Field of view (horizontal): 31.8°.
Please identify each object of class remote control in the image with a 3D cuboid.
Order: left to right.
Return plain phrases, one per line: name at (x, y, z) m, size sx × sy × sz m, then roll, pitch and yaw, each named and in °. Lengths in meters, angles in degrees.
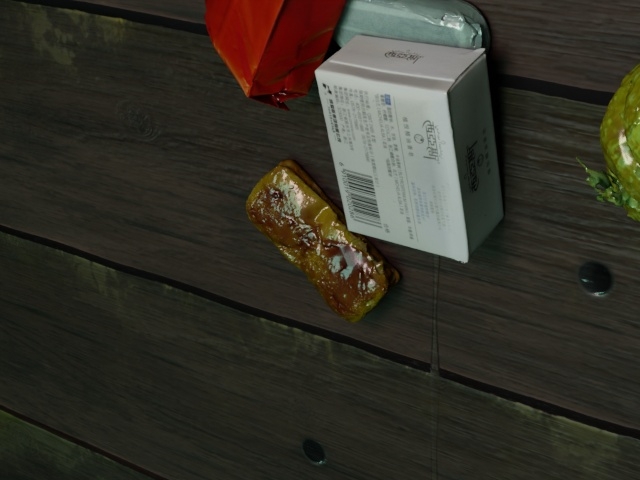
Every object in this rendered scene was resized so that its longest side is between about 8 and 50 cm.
remote control at (0.113, -0.289, 1.528) m, size 0.247 × 0.052 × 0.104 m, roll 17°, pitch 128°, yaw 28°

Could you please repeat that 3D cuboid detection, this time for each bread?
bread at (0.001, 0.000, 1.758) m, size 0.271 × 0.077 × 0.139 m, roll 49°, pitch 131°, yaw 9°

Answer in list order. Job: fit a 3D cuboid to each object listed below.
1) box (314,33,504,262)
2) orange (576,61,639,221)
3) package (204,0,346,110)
box at (0.126, -0.128, 1.530) m, size 0.203 × 0.116 × 0.274 m, roll 15°, pitch 135°, yaw 33°
orange at (0.458, -0.113, 1.210) m, size 0.300 × 0.223 × 0.301 m, roll 26°, pitch 162°, yaw -27°
package at (-0.040, -0.383, 1.511) m, size 0.196 × 0.123 × 0.424 m, roll 57°, pitch 138°, yaw 30°
